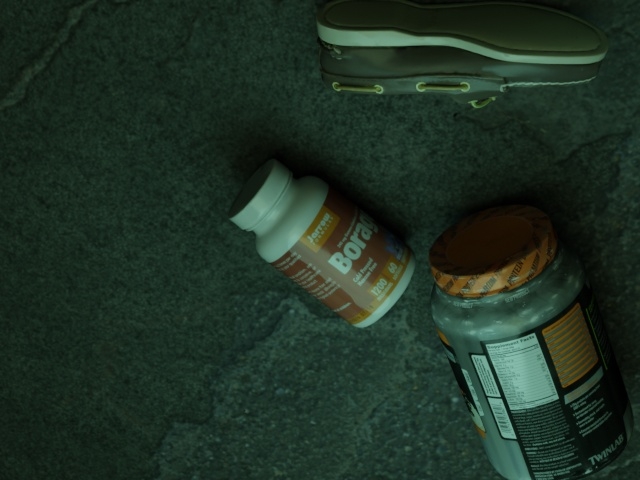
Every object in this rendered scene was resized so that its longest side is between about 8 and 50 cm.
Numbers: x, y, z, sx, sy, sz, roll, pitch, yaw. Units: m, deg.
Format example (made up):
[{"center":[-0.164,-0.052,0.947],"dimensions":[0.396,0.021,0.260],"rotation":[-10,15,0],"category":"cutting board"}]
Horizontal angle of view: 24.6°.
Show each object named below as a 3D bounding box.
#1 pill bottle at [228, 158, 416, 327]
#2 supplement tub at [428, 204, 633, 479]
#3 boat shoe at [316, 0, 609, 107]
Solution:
[{"center":[0.000,0.000,1.779],"dimensions":[0.216,0.121,0.121],"rotation":[37,118,-15],"category":"pill bottle"},{"center":[0.251,0.127,1.784],"dimensions":[0.194,0.193,0.316],"rotation":[-15,117,15],"category":"supplement tub"},{"center":[0.156,-0.205,1.645],"dimensions":[0.324,0.116,0.096],"rotation":[5,126,9],"category":"boat shoe"}]
